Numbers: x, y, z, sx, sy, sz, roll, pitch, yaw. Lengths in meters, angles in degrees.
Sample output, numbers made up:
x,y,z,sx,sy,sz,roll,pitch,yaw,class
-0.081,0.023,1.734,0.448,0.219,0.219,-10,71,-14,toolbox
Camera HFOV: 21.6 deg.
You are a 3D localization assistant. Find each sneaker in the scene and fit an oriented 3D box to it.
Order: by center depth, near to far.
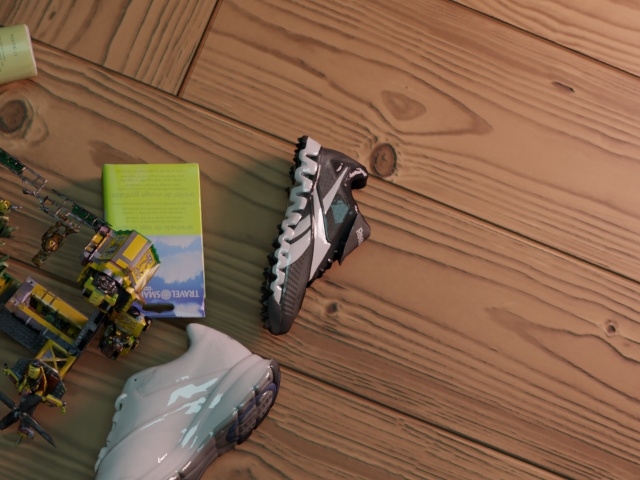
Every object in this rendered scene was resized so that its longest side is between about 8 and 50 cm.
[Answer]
x,y,z,sx,sy,sz,roll,pitch,yaw,class
-0.174,0.213,1.760,0.129,0.111,0.297,36,65,19,sneaker
0.000,0.000,1.857,0.106,0.078,0.234,15,68,-3,sneaker

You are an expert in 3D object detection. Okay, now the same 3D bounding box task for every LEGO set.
x,y,z,sx,sy,sz,roll,pitch,yaw,class
-0.344,0.049,1.685,0.331,0.255,0.192,40,43,-7,LEGO set

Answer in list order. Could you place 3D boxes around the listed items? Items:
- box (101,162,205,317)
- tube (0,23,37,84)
x,y,z,sx,sy,sz,roll,pitch,yaw,class
-0.184,0.004,1.842,0.109,0.042,0.178,-1,73,-10,box
-0.436,-0.186,1.853,0.240,0.062,0.070,-12,34,-9,tube
